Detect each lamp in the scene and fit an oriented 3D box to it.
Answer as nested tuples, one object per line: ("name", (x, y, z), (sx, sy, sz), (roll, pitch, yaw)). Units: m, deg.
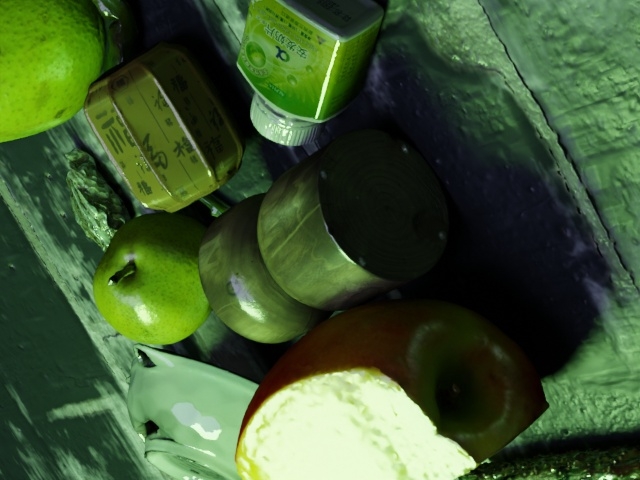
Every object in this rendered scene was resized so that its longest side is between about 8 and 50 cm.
("lamp", (-0.187, -0.138, 1.774), (0.161, 0.161, 0.185), (-19, 109, 50))

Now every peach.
("peach", (0.065, 0.199, 1.683), (0.242, 0.306, 0.380), (49, 132, 7))

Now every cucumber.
("cucumber", (0.303, 0.289, 1.691), (0.359, 0.096, 0.096), (-18, 107, 50))

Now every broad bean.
("broad bean", (-0.253, -0.243, 1.835), (0.061, 0.046, 0.195), (11, 133, 22))

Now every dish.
("dish", (-0.156, 0.265, 2.008), (0.303, 0.120, 0.303), (18, 156, 8))

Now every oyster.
("oyster", (-0.308, -0.037, 2.052), (0.125, 0.064, 0.177), (37, 153, 39))

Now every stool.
("stool", (0.000, 0.000, 1.683), (0.179, 0.179, 0.264), (54, 141, -6))

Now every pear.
("pear", (-0.389, -0.237, 1.820), (0.139, 0.239, 0.288), (14, 130, 37))
("pear", (-0.221, 0.043, 1.908), (0.166, 0.180, 0.216), (38, -176, 23))

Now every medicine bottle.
("medicine bottle", (-0.018, -0.200, 1.610), (0.132, 0.088, 0.188), (35, 139, 17))

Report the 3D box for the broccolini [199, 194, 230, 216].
("broccolini", (-0.140, -0.036, 1.891), (0.254, 0.057, 0.071), (41, 178, 16))
